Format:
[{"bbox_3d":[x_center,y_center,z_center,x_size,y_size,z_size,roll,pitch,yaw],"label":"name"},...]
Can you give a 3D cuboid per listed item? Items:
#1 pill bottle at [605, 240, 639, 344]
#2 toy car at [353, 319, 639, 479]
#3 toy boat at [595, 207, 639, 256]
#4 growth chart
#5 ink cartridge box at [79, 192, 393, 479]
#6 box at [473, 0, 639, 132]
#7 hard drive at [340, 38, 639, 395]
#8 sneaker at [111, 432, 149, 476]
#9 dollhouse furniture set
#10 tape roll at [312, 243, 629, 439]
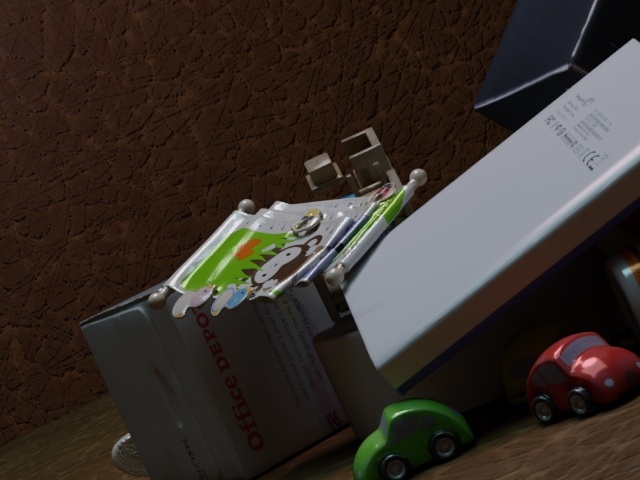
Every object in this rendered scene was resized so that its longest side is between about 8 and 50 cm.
[{"bbox_3d":[0.300,0.020,1.478,0.152,0.086,0.086,-25,3,1],"label":"pill bottle"},{"bbox_3d":[0.121,0.121,1.474,0.225,0.053,0.239,-25,2,-2],"label":"toy car"},{"bbox_3d":[0.292,-0.064,1.636,0.151,0.151,0.231,-58,25,17],"label":"toy boat"},{"bbox_3d":[-0.034,0.007,1.707,0.237,0.021,0.172,-7,34,41],"label":"growth chart"},{"bbox_3d":[-0.055,0.101,1.923,0.270,0.198,0.197,-26,3,-32],"label":"ink cartridge box"},{"bbox_3d":[0.383,-0.248,1.939,0.395,0.293,0.212,-66,16,-17],"label":"box"},{"bbox_3d":[0.161,-0.025,1.549,0.319,0.040,0.210,-39,20,6],"label":"hard drive"},{"bbox_3d":[-0.158,0.213,2.132,0.152,0.058,0.084,-21,8,-10],"label":"sneaker"},{"bbox_3d":[0.000,0.000,1.835,0.182,0.101,0.161,-24,29,2],"label":"dollhouse furniture set"},{"bbox_3d":[0.139,0.075,1.738,0.286,0.100,0.286,-25,3,1],"label":"tape roll"}]
